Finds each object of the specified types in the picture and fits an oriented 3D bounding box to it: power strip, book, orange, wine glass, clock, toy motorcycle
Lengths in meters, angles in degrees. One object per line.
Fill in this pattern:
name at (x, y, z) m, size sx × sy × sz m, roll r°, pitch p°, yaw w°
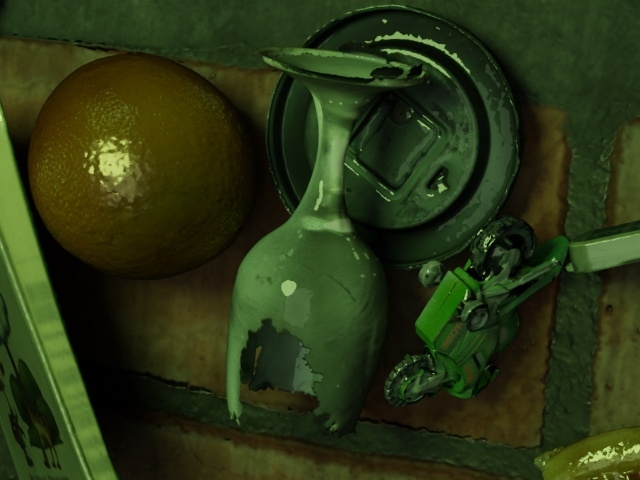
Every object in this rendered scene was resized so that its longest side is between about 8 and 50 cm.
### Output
power strip at (0.302, -0.011, 1.138) m, size 0.227 × 0.080 × 0.029 m, roll -13°, pitch 92°, yaw 20°
book at (-0.287, 0.050, 1.290) m, size 0.260 × 0.043 × 0.370 m, roll -19°, pitch 90°, yaw 63°
orange at (-0.154, -0.064, 1.232) m, size 0.206 × 0.206 × 0.206 m, roll 2°, pitch 97°, yaw 19°
wine glass at (0.000, 0.000, 1.171) m, size 0.143 × 0.143 × 0.321 m, roll 11°, pitch 103°, yaw 18°
clock at (0.064, -0.088, 1.230) m, size 0.226 × 0.049 × 0.226 m, roll 3°, pitch 99°, yaw 19°
toy motorcycle at (0.129, 0.067, 1.199) m, size 0.190 × 0.106 × 0.074 m, roll -57°, pitch 45°, yaw 13°

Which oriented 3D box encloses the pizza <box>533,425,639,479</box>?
pizza at (0.307, 0.252, 1.178) m, size 0.292 × 0.058 × 0.197 m, roll 17°, pitch 102°, yaw 17°
